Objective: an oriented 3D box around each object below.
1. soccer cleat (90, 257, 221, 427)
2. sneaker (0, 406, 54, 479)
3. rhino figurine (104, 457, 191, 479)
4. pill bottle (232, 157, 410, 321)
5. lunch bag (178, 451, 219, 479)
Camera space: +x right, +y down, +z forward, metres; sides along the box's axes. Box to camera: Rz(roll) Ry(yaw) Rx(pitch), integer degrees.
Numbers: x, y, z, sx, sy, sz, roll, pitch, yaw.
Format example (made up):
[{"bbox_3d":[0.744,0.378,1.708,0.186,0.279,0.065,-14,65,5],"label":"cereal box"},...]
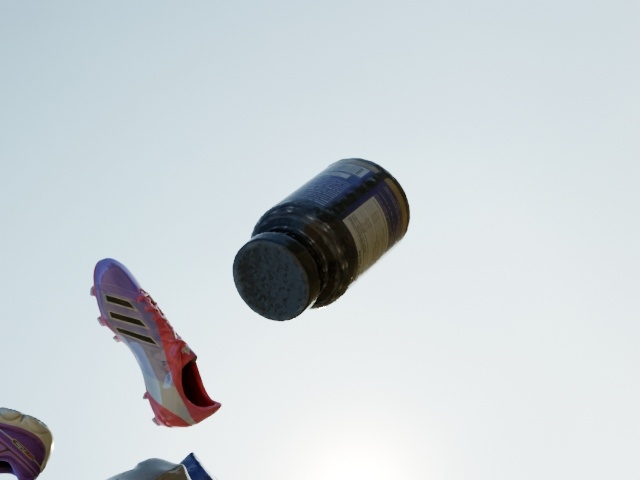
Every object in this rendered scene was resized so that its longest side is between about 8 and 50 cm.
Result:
[{"bbox_3d":[-0.212,0.128,1.835,0.095,0.248,0.083,-18,10,29],"label":"soccer cleat"},{"bbox_3d":[-0.316,0.170,1.212,0.068,0.170,0.071,98,-174,-66],"label":"sneaker"},{"bbox_3d":[-0.185,0.246,1.200,0.106,0.073,0.243,-51,-14,18],"label":"rhino figurine"},{"bbox_3d":[0.000,0.000,1.536,0.219,0.122,0.123,-38,-27,-52],"label":"pill bottle"},{"bbox_3d":[-0.156,0.309,1.734,0.065,0.067,0.098,-41,18,-7],"label":"lunch bag"}]
